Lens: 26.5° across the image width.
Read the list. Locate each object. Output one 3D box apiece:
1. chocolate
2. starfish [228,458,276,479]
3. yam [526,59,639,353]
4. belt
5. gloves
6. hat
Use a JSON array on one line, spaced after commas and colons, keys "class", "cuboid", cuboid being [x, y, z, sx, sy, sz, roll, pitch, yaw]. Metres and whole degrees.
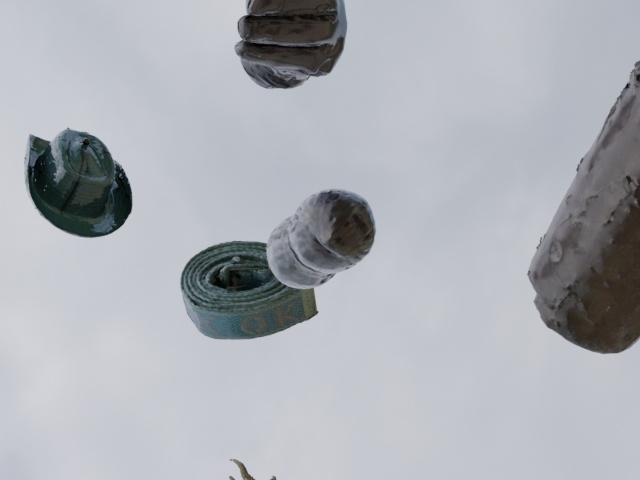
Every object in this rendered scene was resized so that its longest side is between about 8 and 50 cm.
[{"class": "chocolate", "cuboid": [0.000, 0.000, 1.185, 0.072, 0.167, 0.072, 5, -106, -17]}, {"class": "starfish", "cuboid": [-0.046, 0.213, 1.074, 0.092, 0.016, 0.086, 47, -162, -44]}, {"class": "yam", "cuboid": [0.270, -0.047, 1.109, 0.131, 0.131, 0.280, -14, -42, -46]}, {"class": "belt", "cuboid": [-0.106, 0.063, 1.846, 0.163, 0.148, 0.082, -21, -42, -14]}, {"class": "gloves", "cuboid": [-0.034, -0.221, 1.325, 0.119, 0.285, 0.142, -23, -92, 0]}, {"class": "hat", "cuboid": [-0.298, -0.089, 1.670, 0.138, 0.191, 0.078, 13, -56, -30]}]
